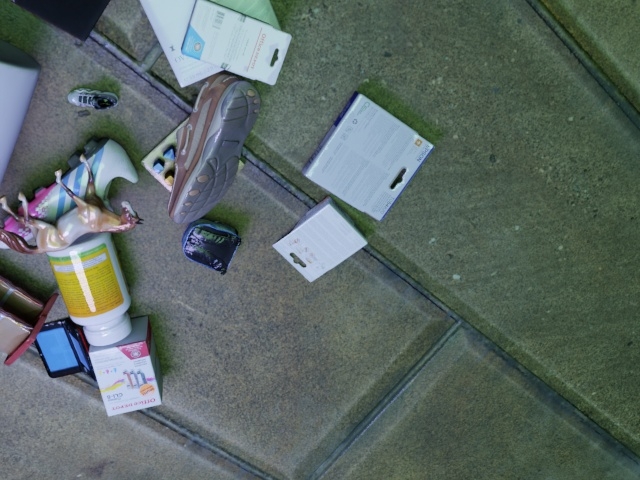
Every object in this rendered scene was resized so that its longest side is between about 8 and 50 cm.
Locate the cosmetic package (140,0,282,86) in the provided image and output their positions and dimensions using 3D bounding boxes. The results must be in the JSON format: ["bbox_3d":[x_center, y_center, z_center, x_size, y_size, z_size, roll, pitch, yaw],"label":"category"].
[{"bbox_3d":[-0.217,-0.451,1.301,0.224,0.138,0.225,-25,113,-2],"label":"cosmetic package"}]

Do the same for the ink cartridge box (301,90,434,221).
[{"bbox_3d":[0.109,-0.187,1.526,0.224,0.045,0.223,31,103,-22],"label":"ink cartridge box"}]

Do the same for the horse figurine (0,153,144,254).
[{"bbox_3d":[-0.507,-0.047,1.320,0.263,0.066,0.174,-31,118,-9],"label":"horse figurine"}]

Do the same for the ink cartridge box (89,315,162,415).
[{"bbox_3d":[-0.443,0.288,1.549,0.128,0.127,0.176,-11,114,-8],"label":"ink cartridge box"}]

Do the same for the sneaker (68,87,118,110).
[{"bbox_3d":[-0.459,-0.283,1.350,0.098,0.069,0.038,-2,111,-12],"label":"sneaker"}]

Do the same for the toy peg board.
[{"bbox_3d":[-0.271,-0.157,1.437,0.161,0.079,0.160,-41,114,5],"label":"toy peg board"}]

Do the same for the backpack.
[{"bbox_3d":[-0.250,0.004,1.502,0.114,0.084,0.105,21,105,-24],"label":"backpack"}]

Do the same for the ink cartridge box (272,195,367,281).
[{"bbox_3d":[0.000,0.000,1.591,0.179,0.045,0.145,-34,116,23],"label":"ink cartridge box"}]

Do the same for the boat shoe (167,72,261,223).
[{"bbox_3d":[-0.232,-0.186,1.359,0.123,0.116,0.324,1,121,-59],"label":"boat shoe"}]

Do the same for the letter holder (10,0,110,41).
[{"bbox_3d":[-0.452,-0.559,1.215,0.302,0.214,0.152,-54,144,10],"label":"letter holder"}]

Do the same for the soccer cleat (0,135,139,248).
[{"bbox_3d":[-0.522,-0.070,1.394,0.331,0.116,0.143,-40,111,4],"label":"soccer cleat"}]

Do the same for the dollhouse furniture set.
[{"bbox_3d":[-0.777,0.210,1.458,0.374,0.152,0.201,-39,116,23],"label":"dollhouse furniture set"}]

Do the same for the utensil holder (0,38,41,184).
[{"bbox_3d":[-0.716,-0.195,1.192,0.327,0.327,0.385,22,104,-19],"label":"utensil holder"}]

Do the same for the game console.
[{"bbox_3d":[-0.584,0.261,1.534,0.085,0.124,0.144,-27,118,-30],"label":"game console"}]

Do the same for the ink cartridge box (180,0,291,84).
[{"bbox_3d":[-0.156,-0.366,1.239,0.180,0.060,0.104,16,108,-19],"label":"ink cartridge box"}]

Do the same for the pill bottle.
[{"bbox_3d":[-0.492,0.099,1.458,0.136,0.136,0.246,-13,113,-7],"label":"pill bottle"}]
